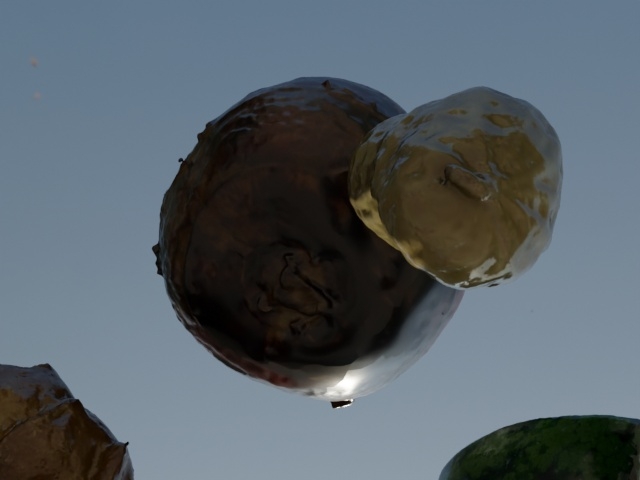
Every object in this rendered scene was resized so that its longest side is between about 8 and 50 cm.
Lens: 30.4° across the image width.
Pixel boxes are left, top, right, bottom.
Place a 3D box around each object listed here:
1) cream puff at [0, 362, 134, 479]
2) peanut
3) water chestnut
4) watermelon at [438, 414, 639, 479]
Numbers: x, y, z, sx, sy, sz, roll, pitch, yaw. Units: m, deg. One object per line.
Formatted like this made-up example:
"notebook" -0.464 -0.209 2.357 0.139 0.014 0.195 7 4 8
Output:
"cream puff" -0.257 0.241 1.112 0.155 0.241 0.269 -36 -59 -22
"peanut" 0.111 -0.048 0.954 0.159 0.291 0.143 -30 -81 -2
"water chestnut" 0.000 0.000 1.263 0.350 0.302 0.350 6 -75 22
"watermelon" 0.191 0.339 1.077 0.222 0.319 0.292 9 -118 23
